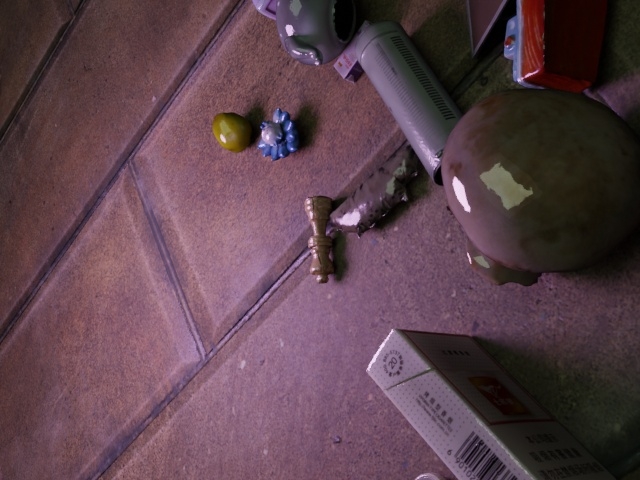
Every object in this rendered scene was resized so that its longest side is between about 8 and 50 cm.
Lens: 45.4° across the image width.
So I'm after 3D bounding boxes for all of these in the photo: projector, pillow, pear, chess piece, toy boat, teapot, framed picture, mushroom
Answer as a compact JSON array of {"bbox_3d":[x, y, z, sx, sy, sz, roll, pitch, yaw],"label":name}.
[{"bbox_3d":[0.173,-0.251,1.368,0.108,0.108,0.337,-45,54,28],"label":"projector"},{"bbox_3d":[0.107,-0.077,1.435,0.241,0.051,0.093,-41,51,30],"label":"pillow"},{"bbox_3d":[-0.199,-0.250,1.739,0.092,0.097,0.092,-28,33,20],"label":"pear"},{"bbox_3d":[-0.001,0.000,1.520,0.060,0.060,0.172,-15,73,41],"label":"chess piece"},{"bbox_3d":[0.362,-0.394,1.201,0.133,0.145,0.332,179,98,-68],"label":"toy boat"},{"bbox_3d":[-0.002,-0.448,1.523,0.129,0.193,0.294,8,52,25],"label":"teapot"},{"bbox_3d":[0.280,-0.412,1.283,0.183,0.011,0.142,112,158,-70],"label":"framed picture"},{"bbox_3d":[0.313,-0.068,1.115,0.290,0.297,0.298,99,152,-55],"label":"mushroom"}]

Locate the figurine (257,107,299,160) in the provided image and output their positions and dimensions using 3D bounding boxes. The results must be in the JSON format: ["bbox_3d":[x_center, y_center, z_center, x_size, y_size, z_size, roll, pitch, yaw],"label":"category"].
[{"bbox_3d":[-0.084,-0.217,1.626,0.114,0.079,0.114,-15,66,37],"label":"figurine"}]

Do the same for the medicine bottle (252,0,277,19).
[{"bbox_3d":[-0.109,-0.599,1.717,0.119,0.094,0.188,-45,54,30],"label":"medicine bottle"}]

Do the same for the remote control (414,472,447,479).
[{"bbox_3d":[0.158,0.488,1.280,0.078,0.042,0.221,35,107,41],"label":"remote control"}]

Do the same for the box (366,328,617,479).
[{"bbox_3d":[0.244,0.269,1.121,0.330,0.210,0.095,45,113,39],"label":"box"}]

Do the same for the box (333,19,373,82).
[{"bbox_3d":[0.079,-0.377,1.532,0.117,0.036,0.051,-53,50,23],"label":"box"}]

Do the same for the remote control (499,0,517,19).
[{"bbox_3d":[0.343,-0.484,1.295,0.072,0.042,0.222,33,105,46],"label":"remote control"}]
